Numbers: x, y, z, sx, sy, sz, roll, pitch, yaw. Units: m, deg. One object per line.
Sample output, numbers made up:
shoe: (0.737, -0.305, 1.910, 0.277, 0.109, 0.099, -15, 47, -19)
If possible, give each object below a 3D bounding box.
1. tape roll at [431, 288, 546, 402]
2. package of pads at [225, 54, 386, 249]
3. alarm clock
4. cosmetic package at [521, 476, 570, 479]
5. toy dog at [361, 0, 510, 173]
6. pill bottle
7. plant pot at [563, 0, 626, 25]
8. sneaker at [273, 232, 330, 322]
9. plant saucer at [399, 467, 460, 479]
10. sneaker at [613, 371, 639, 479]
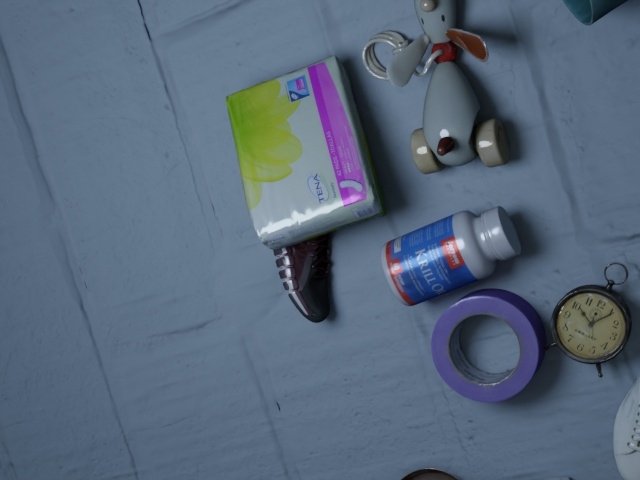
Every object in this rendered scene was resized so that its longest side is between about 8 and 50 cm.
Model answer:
tape roll: (0.294, 0.182, 1.891, 0.189, 0.080, 0.189, 3, 98, 20)
package of pads: (-0.034, -0.151, 1.909, 0.229, 0.101, 0.296, -19, 71, 13)
alarm clock: (0.466, 0.123, 1.823, 0.129, 0.064, 0.192, 27, 109, 16)
cosmetic package: (0.354, 0.621, 1.874, 0.217, 0.156, 0.385, -9, 93, 12)
toy dog: (0.200, -0.258, 1.823, 0.220, 0.161, 0.334, -32, 85, 22)
pill bottle: (0.226, 0.022, 1.872, 0.221, 0.124, 0.124, -24, 88, 23)
plant pot: (0.447, -0.512, 1.635, 0.235, 0.293, 0.293, -28, 87, 7)
sneaker: (0.000, 0.000, 1.971, 0.162, 0.106, 0.281, -21, 89, 20)
plant saucer: (0.212, 0.497, 1.995, 0.168, 0.029, 0.168, 3, 98, 20)
sneaker: (0.545, 0.283, 1.784, 0.106, 0.123, 0.290, 13, 103, 17)
